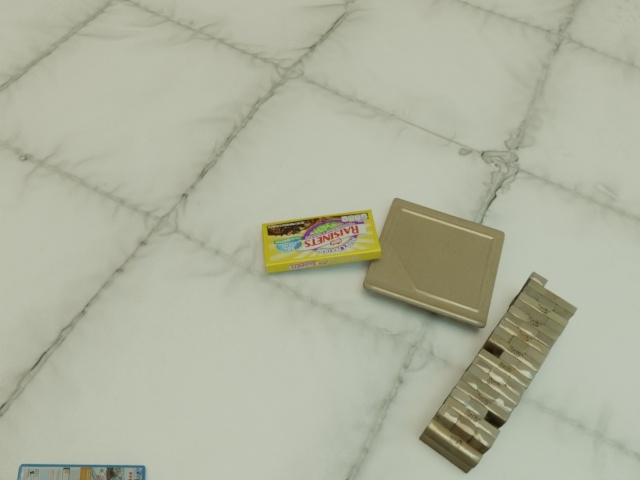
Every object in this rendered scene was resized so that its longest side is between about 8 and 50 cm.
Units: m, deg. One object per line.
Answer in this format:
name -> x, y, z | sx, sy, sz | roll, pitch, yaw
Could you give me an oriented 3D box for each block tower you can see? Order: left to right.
block tower -> 0.293, 0.203, 1.009 | 0.097, 0.091, 0.335 | 34, 59, 15

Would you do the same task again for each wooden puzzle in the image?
wooden puzzle -> 0.210, 0.038, 1.147 | 0.221, 0.044, 0.238 | 19, 51, 7

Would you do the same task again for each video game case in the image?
video game case -> -0.319, 0.361, 0.838 | 0.166, 0.015, 0.119 | 11, 51, -27

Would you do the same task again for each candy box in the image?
candy box -> 0.000, 0.000, 1.131 | 0.206, 0.027, 0.105 | -8, 51, -2
